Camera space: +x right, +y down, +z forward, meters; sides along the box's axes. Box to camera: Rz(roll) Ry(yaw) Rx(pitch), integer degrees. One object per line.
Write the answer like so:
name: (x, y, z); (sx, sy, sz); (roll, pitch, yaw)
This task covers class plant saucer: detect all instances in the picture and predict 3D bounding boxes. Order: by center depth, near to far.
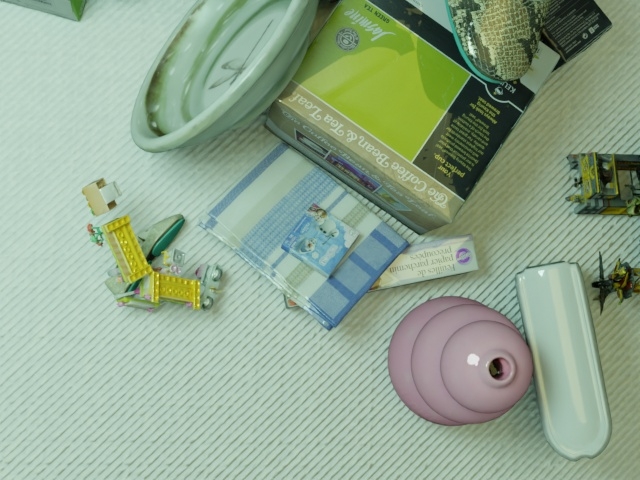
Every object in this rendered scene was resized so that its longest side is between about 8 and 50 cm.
plant saucer: (-0.123, -0.278, 1.462); (0.100, 0.400, 0.400); (37, 81, -30)

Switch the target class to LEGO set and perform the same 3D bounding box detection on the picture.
LEGO set: (-0.284, 0.034, 1.487); (0.287, 0.107, 0.132); (40, 51, -34)
LEGO set: (0.510, -0.048, 1.571); (0.192, 0.255, 0.331); (1, 82, -7)

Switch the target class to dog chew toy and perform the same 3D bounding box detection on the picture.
dog chew toy: (0.220, 0.186, 1.468); (0.206, 0.332, 0.206); (0, 86, -7)

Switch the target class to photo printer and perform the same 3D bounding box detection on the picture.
photo printer: (0.384, 0.187, 1.533); (0.107, 0.256, 0.307); (-11, 86, 12)

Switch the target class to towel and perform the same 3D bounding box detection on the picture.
towel: (-0.027, -0.012, 1.557); (0.285, 0.034, 0.209); (39, 68, 10)

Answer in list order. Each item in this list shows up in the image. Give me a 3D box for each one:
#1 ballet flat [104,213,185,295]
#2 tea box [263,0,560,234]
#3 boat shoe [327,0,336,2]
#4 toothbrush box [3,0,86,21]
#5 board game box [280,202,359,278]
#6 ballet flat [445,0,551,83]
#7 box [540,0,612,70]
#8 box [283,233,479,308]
ballet flat: (-0.284, 0.016, 1.558); (0.052, 0.057, 0.168); (35, 82, 7)
tea box: (0.135, -0.234, 1.547); (0.329, 0.220, 0.323); (36, 81, -3)
boat shoe: (0.105, -0.601, 1.501); (0.156, 0.187, 0.500); (43, 121, 4)
toothbrush box: (-0.449, -0.521, 1.545); (0.206, 0.122, 0.283); (16, 82, -6)
board game box: (0.000, 0.000, 1.525); (0.090, 0.020, 0.090); (33, 66, 7)
ballet flat: (0.267, -0.454, 1.421); (0.164, 0.182, 0.483); (18, 50, -20)
box: (0.357, -0.386, 1.621); (0.108, 0.153, 0.207); (-38, 92, -9)
box: (0.094, 0.051, 1.598); (0.324, 0.067, 0.063); (-11, 86, -7)
